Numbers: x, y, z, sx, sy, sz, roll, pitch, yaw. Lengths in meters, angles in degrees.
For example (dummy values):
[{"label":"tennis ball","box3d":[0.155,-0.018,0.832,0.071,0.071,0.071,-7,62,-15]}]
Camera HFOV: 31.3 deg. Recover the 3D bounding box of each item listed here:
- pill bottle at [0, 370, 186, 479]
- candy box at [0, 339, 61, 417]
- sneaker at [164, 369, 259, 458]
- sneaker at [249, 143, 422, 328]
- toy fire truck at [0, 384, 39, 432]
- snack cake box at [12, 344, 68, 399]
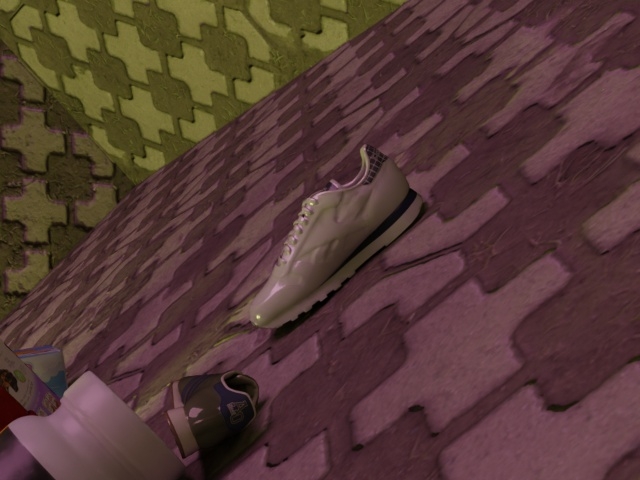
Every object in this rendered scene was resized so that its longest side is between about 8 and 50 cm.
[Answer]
[{"label":"pill bottle","box3d":[-0.264,0.260,1.026,0.278,0.162,0.162,-45,14,-15]},{"label":"candy box","box3d":[-0.431,0.225,1.538,0.070,0.196,0.165,-39,13,10]},{"label":"sneaker","box3d":[-0.099,0.161,1.115,0.086,0.064,0.192,-22,4,-3]},{"label":"sneaker","box3d":[0.000,0.000,1.259,0.235,0.095,0.090,-43,15,-1]},{"label":"toy fire truck","box3d":[-0.394,0.246,1.252,0.217,0.246,0.158,-38,13,14]},{"label":"snack cake box","box3d":[-0.537,0.230,1.781,0.264,0.089,0.152,-9,0,-21]}]
